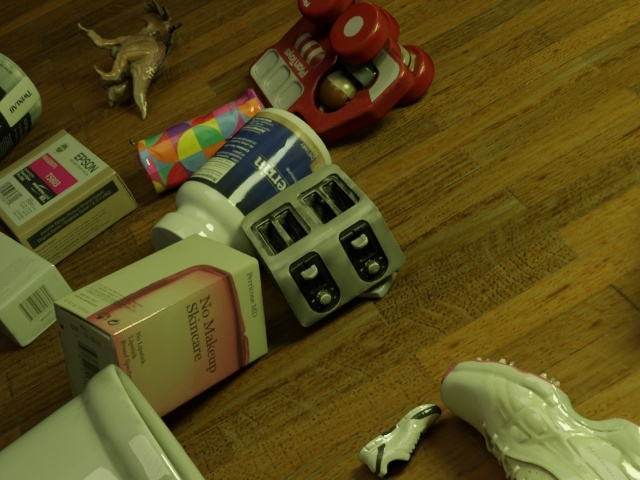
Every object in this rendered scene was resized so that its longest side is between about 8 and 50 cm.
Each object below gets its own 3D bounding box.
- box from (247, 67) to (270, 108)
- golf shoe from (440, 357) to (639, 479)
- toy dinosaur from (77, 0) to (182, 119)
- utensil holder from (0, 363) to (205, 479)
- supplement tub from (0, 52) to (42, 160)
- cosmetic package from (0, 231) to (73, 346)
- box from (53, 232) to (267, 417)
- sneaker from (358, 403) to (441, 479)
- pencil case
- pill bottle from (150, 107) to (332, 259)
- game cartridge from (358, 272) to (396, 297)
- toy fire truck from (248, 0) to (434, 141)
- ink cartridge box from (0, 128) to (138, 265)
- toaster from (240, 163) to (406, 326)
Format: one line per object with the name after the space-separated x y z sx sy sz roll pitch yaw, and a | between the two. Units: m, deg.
-0.020 -0.310 1.816 0.201 0.021 0.164 -25 39 -2 | box
0.224 0.220 1.020 0.306 0.115 0.140 23 61 44 | golf shoe
-0.346 -0.367 1.977 0.200 0.127 0.296 -21 44 -7 | toy dinosaur
-0.260 0.359 0.943 0.385 0.328 0.327 -35 40 -9 | utensil holder
-0.689 -0.200 1.899 0.193 0.194 0.316 6 48 32 | supplement tub
-0.497 0.067 1.585 0.117 0.086 0.231 -43 40 -22 | cosmetic package
-0.195 0.112 1.271 0.126 0.149 0.232 21 37 40 | box
0.097 0.227 1.138 0.109 0.040 0.044 -37 57 -10 | sneaker
-0.196 -0.166 1.685 0.236 0.104 0.104 -23 39 -1 | pencil case
-0.116 -0.059 1.475 0.153 0.153 0.265 18 55 40 | pill bottle
0.075 0.045 1.369 0.056 0.017 0.083 -2 44 31 | game cartridge
0.022 -0.280 1.662 0.254 0.169 0.302 -45 47 14 | toy fire truck
-0.453 -0.073 1.717 0.193 0.088 0.234 -39 40 -16 | ink cartridge box
0.000 0.000 1.362 0.168 0.110 0.186 -31 36 -5 | toaster
